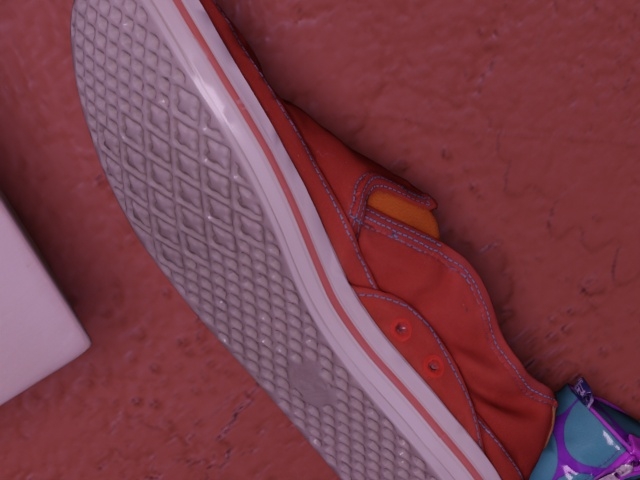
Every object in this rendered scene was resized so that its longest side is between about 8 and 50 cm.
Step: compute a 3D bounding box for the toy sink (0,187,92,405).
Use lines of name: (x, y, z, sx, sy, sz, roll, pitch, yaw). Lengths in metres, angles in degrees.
toy sink: (-0.244, 0.029, 0.815, 0.234, 0.131, 0.153, -33, 112, -7)

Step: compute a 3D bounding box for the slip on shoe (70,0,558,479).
slip on shoe: (0.000, 0.000, 0.886, 0.101, 0.123, 0.331, -47, 110, -30)

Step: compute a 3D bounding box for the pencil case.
pencil case: (0.104, 0.143, 0.966, 0.064, 0.070, 0.152, 39, 97, -22)

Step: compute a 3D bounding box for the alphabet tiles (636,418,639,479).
alphabet tiles: (0.299, 0.195, 1.063, 0.285, 0.011, 0.342, -36, 112, 1)
